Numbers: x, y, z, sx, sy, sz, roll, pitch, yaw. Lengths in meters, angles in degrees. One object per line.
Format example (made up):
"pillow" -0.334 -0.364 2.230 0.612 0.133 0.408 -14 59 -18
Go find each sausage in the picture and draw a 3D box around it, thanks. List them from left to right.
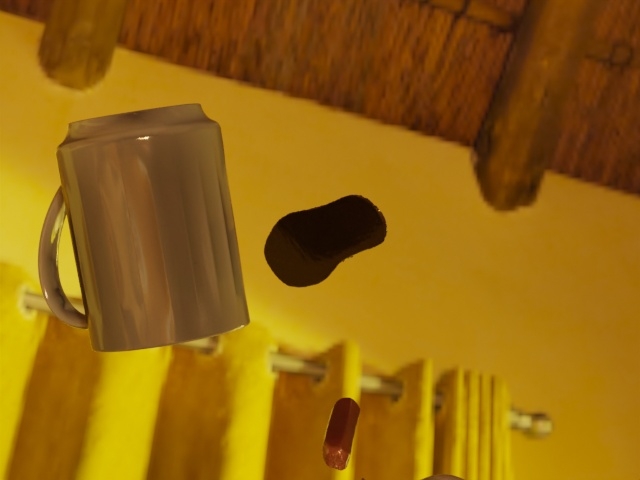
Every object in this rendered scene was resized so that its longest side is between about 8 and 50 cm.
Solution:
"sausage" 0.022 0.205 1.575 0.035 0.147 0.030 -3 -75 6

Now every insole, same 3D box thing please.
"insole" 0.000 0.000 2.075 0.111 0.007 0.328 56 -32 -5

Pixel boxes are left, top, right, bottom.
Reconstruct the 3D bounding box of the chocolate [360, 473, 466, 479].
"chocolate" 0.150 0.371 1.842 0.147 0.221 0.221 -24 -35 -11

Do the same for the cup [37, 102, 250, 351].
"cup" -0.275 -0.016 2.115 0.323 0.326 0.237 -8 4 26
